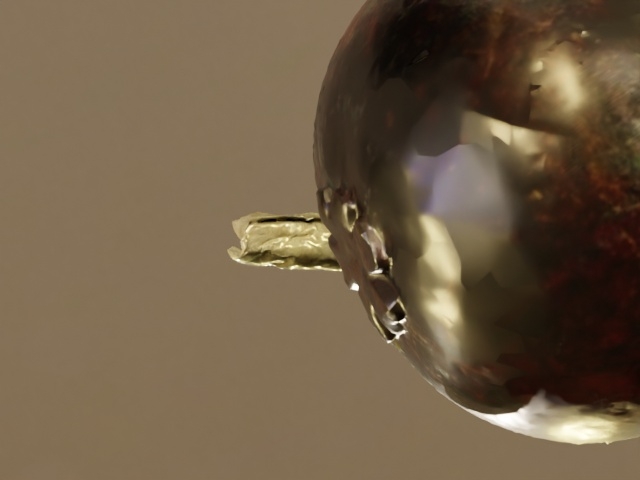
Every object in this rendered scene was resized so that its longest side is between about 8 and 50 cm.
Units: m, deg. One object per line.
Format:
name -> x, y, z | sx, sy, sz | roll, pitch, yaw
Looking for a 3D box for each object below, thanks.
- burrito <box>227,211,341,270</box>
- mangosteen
burrito -> -0.001, 0.000, 1.694 | 0.188, 0.058, 0.045 | 2, -18, -31
mangosteen -> 0.154, -0.040, 1.061 | 0.330, 0.330, 0.330 | -16, -40, -14
